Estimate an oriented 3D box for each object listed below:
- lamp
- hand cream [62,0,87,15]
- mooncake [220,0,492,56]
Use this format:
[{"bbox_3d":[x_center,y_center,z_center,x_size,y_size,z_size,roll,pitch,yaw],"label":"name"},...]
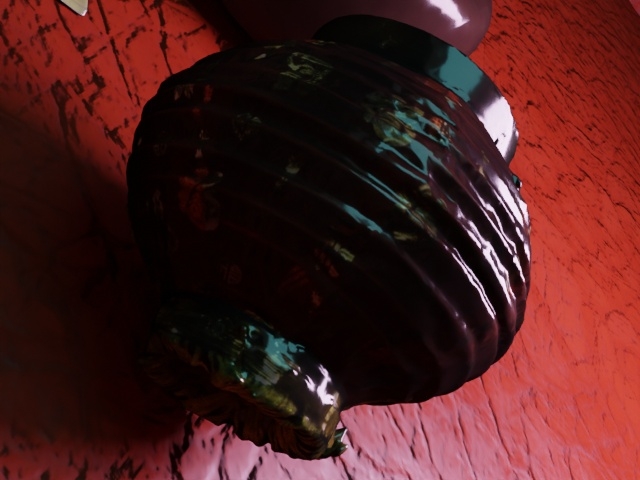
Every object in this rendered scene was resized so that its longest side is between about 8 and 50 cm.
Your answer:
[{"bbox_3d":[0.000,0.000,0.594,0.247,0.247,0.247,38,34,-32],"label":"lamp"},{"bbox_3d":[-0.166,-0.197,0.729,0.035,0.022,0.102,38,39,-41],"label":"hand cream"},{"bbox_3d":[0.004,-0.286,0.923,0.326,0.174,0.334,46,27,-27],"label":"mooncake"}]
